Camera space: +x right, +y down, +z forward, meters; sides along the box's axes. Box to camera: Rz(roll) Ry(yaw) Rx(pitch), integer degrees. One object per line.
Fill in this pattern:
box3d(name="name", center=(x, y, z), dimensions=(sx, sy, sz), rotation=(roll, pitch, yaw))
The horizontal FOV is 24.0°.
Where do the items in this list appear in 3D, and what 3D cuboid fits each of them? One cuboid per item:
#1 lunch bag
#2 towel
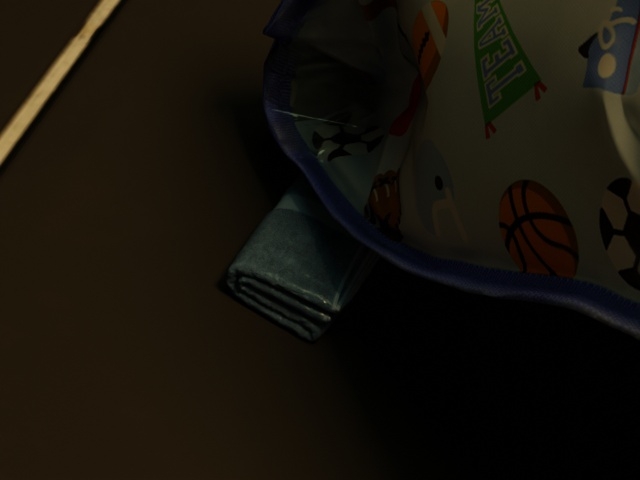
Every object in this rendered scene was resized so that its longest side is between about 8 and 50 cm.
box3d(name="lunch bag", center=(0.186, -0.080, 0.774), dimensions=(0.327, 0.239, 0.385), rotation=(2, 3, -27))
box3d(name="towel", center=(0.000, 0.000, 0.831), dimensions=(0.067, 0.029, 0.119), rotation=(28, 43, 8))
